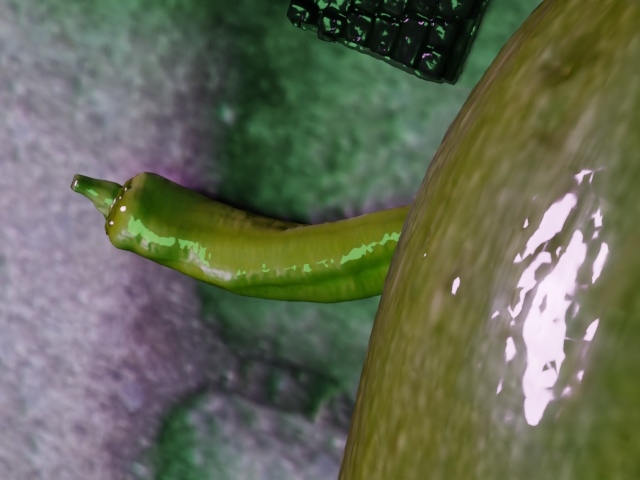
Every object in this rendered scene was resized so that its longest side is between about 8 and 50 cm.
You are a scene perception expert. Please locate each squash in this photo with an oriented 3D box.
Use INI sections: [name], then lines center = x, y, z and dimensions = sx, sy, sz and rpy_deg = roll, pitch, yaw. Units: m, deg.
[squash]
center = 0.157, 0.054, 0.425
dimensions = 0.310, 0.310, 0.309
rpy_deg = 16, 102, 18

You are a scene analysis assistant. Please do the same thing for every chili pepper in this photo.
[chili pepper]
center = 0.000, 0.001, 0.588
dimensions = 0.208, 0.043, 0.049
rpy_deg = 4, 87, 17

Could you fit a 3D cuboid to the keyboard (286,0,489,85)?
[keyboard]
center = 0.051, -0.163, 0.503
dimensions = 0.072, 0.023, 0.231
rpy_deg = 26, 119, 10
